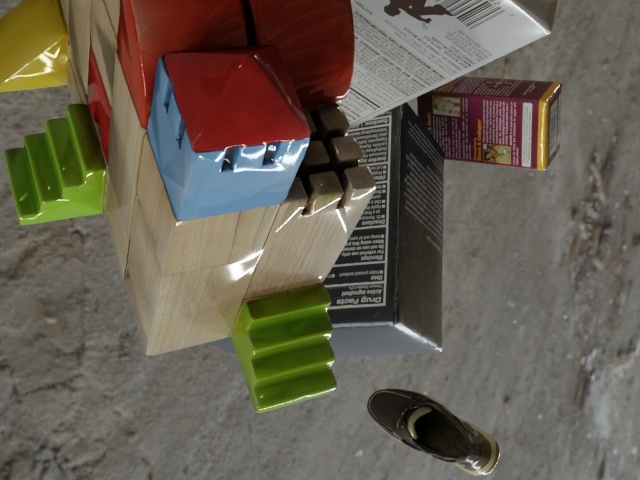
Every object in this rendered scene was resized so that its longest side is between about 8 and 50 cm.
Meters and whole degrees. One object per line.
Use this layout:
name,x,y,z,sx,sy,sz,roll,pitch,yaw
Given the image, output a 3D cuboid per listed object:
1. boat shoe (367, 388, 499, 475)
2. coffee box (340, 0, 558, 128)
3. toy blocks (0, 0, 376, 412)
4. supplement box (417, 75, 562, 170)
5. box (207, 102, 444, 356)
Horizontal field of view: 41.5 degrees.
boat shoe,0.101,0.176,0.817,0.049,0.152,0.056,40,73,-45
coffee box,0.050,-0.207,0.690,0.119,0.297,0.168,30,64,-27
toy blocks,-0.068,-0.129,0.430,0.191,0.381,0.261,-11,154,-23
supplement box,0.236,-0.169,1.191,0.081,0.188,0.104,-44,136,-49
box,0.000,0.000,1.129,0.183,0.296,0.293,37,52,-56
